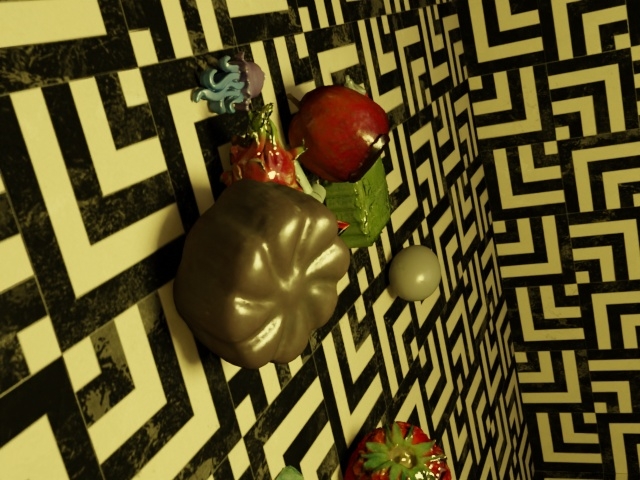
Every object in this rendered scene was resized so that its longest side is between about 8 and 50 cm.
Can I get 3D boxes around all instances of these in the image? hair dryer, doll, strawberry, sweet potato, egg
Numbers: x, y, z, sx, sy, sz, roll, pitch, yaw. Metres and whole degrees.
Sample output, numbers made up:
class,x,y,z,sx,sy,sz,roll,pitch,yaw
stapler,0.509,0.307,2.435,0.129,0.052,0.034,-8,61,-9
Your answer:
class,x,y,z,sx,sy,sz,roll,pitch,yaw
hair dryer,-0.039,-0.119,1.631,0.137,0.047,0.082,62,33,-29
doll,-0.165,-0.287,1.377,0.206,0.067,0.110,-30,126,-51
strawberry,0.167,0.575,1.725,0.239,0.249,0.289,-118,-158,-46
doll,0.093,-0.340,1.923,0.227,0.075,0.102,64,16,-56
sweet potato,-0.133,-0.176,1.442,0.179,0.044,0.044,23,63,-70
egg,0.268,0.090,2.117,0.199,0.146,0.147,-60,138,-62

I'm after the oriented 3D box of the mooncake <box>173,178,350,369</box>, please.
class,x,y,z,sx,sy,sz,roll,pitch,yaw
mooncake,-0.088,0.058,1.237,0.306,0.154,0.306,-23,124,-39

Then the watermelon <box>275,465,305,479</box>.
class,x,y,z,sx,sy,sz,roll,pitch,yaw
watermelon,-0.067,0.507,1.422,0.094,0.081,0.180,95,16,-46

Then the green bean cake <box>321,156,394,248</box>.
class,x,y,z,sx,sy,sz,roll,pitch,yaw
green bean cake,0.093,-0.101,1.826,0.214,0.113,0.201,-49,131,-57

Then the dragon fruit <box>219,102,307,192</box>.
class,x,y,z,sx,sy,sz,roll,pitch,yaw
dragon fruit,-0.098,-0.138,1.353,0.137,0.135,0.236,-17,126,-51

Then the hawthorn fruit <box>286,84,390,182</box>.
class,x,y,z,sx,sy,sz,roll,pitch,yaw
hawthorn fruit,0.025,-0.236,1.615,0.249,0.215,0.215,29,50,-18

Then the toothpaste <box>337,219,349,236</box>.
class,x,y,z,sx,sy,sz,roll,pitch,yaw
toothpaste,0.000,0.000,1.674,0.193,0.071,0.045,-55,160,-49
